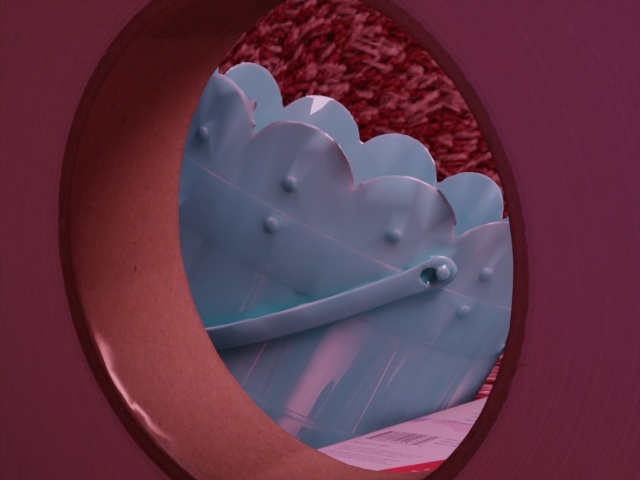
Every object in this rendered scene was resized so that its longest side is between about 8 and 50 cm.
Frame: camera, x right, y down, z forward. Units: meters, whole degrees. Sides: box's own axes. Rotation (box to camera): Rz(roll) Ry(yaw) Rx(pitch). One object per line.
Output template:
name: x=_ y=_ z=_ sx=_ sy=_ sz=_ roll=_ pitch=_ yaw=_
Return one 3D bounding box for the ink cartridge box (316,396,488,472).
ink cartridge box: x=0.092 y=0.129 z=0.775 sx=0.175 sy=0.072 sz=0.127 roll=-10 pitch=7 yaw=-41

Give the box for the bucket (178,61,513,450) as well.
bucket: x=-0.011 y=0.017 z=0.907 sx=0.281 sy=0.183 sz=0.281 roll=26 pitch=8 yaw=-4

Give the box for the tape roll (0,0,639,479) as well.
tape roll: x=0.000 y=0.000 z=0.582 sx=0.392 sy=0.392 sz=0.072 roll=-2 pitch=7 yaw=35
